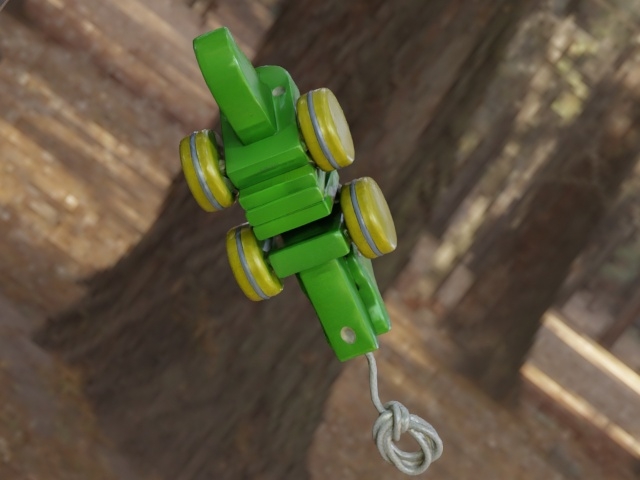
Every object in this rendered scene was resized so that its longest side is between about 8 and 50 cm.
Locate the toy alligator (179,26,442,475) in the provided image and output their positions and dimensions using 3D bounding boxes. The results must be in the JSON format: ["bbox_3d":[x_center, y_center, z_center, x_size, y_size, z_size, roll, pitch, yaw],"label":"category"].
[{"bbox_3d":[0.000,0.000,0.606,0.051,0.056,0.190,-85,152,-61],"label":"toy alligator"}]

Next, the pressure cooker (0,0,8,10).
[{"bbox_3d":[-0.299,-0.252,0.889,0.375,0.370,0.420,23,-27,-21],"label":"pressure cooker"}]
